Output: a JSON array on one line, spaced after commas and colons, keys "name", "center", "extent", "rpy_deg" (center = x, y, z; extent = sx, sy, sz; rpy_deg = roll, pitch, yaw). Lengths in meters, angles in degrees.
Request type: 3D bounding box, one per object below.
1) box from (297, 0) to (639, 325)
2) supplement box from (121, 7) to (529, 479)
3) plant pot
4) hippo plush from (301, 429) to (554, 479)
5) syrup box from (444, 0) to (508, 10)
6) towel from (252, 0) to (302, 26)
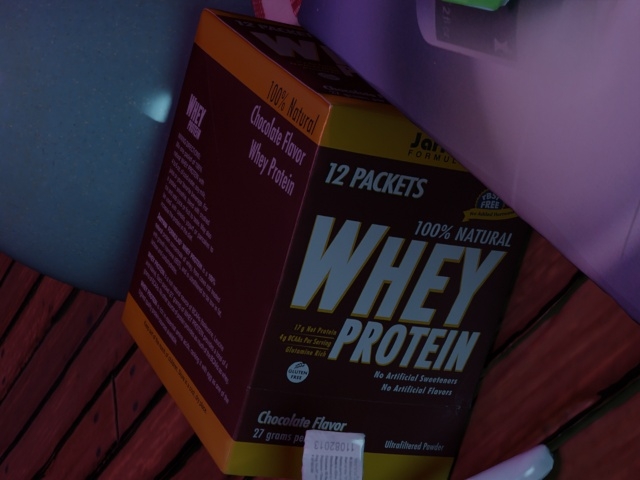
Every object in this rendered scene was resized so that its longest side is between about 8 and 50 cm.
[{"name": "box", "center": [0.156, -0.150, 0.549], "extent": [0.294, 0.183, 0.296], "rpy_deg": [48, 125, 56]}, {"name": "supplement box", "center": [0.000, 0.000, 0.869], "extent": [0.191, 0.129, 0.194], "rpy_deg": [44, 122, 59]}, {"name": "plant pot", "center": [-0.165, -0.098, 1.081], "extent": [0.290, 0.195, 0.290], "rpy_deg": [-178, 90, -66]}, {"name": "hippo plush", "center": [-0.060, 0.225, 0.804], "extent": [0.236, 0.234, 0.294], "rpy_deg": [3, 86, 63]}, {"name": "syrup box", "center": [-0.037, -0.148, 0.461], "extent": [0.096, 0.237, 0.093], "rpy_deg": [-58, 36, 41]}, {"name": "towel", "center": [0.048, -0.284, 0.911], "extent": [0.329, 0.037, 0.237], "rpy_deg": [-43, 46, 40]}]
